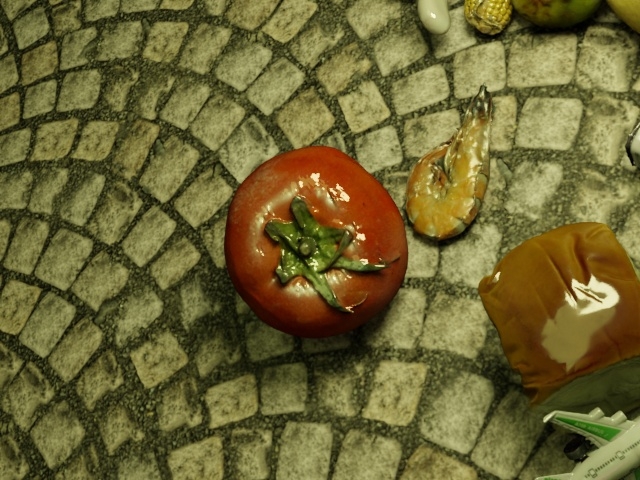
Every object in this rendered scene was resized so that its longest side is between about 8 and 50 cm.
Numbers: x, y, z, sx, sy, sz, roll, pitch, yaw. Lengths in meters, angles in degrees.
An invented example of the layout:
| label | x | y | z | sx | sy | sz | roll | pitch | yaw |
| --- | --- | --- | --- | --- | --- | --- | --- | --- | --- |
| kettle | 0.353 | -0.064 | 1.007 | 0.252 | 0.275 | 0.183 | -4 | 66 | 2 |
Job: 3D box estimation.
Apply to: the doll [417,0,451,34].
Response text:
| label | x | y | z | sx | sy | sz | roll | pitch | yaw |
| --- | --- | --- | --- | --- | --- | --- | --- | --- | --- |
| doll | 0.223 | -0.628 | 1.964 | 0.376 | 0.187 | 0.365 | -49 | 46 | -4 |

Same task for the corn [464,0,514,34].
| label | x | y | z | sx | sy | sz | roll | pitch | yaw |
| --- | --- | --- | --- | --- | --- | --- | --- | --- | --- |
| corn | 0.352 | -0.542 | 1.938 | 0.106 | 0.106 | 0.293 | 6 | 70 | 28 |

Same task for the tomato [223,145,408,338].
| label | x | y | z | sx | sy | sz | roll | pitch | yaw |
| --- | --- | --- | --- | --- | --- | --- | --- | --- | --- |
| tomato | 0.000 | 0.000 | 1.772 | 0.341 | 0.273 | 0.341 | 1 | 95 | 13 |

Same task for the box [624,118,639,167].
| label | x | y | z | sx | sy | sz | roll | pitch | yaw |
| --- | --- | --- | --- | --- | --- | --- | --- | --- | --- |
| box | 0.700 | -0.145 | 1.594 | 0.370 | 0.112 | 0.190 | 31 | 84 | 34 |

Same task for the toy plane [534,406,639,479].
| label | x | y | z | sx | sy | sz | roll | pitch | yaw |
| --- | --- | --- | --- | --- | --- | --- | --- | --- | --- |
| toy plane | 0.449 | 0.324 | 1.487 | 0.255 | 0.101 | 0.251 | -40 | 97 | 1 |

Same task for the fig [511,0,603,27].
| label | x | y | z | sx | sy | sz | roll | pitch | yaw |
| --- | --- | --- | --- | --- | --- | --- | --- | --- | --- |
| fig | 0.451 | -0.495 | 1.834 | 0.181 | 0.181 | 0.191 | 26 | 52 | 32 |

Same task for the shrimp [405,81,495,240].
| label | x | y | z | sx | sy | sz | roll | pitch | yaw |
| --- | --- | --- | --- | --- | --- | --- | --- | --- | --- |
| shrimp | 0.246 | -0.148 | 1.839 | 0.164 | 0.062 | 0.316 | 10 | 75 | 32 |

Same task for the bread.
| label | x | y | z | sx | sy | sz | roll | pitch | yaw |
| --- | --- | --- | --- | --- | --- | --- | --- | --- | --- |
| bread | 0.400 | 0.130 | 1.543 | 0.250 | 0.225 | 0.279 | -29 | 58 | 10 |

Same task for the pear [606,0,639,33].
| label | x | y | z | sx | sy | sz | roll | pitch | yaw |
| --- | --- | --- | --- | --- | --- | --- | --- | --- | --- |
| pear | 0.633 | -0.483 | 1.662 | 0.309 | 0.309 | 0.309 | -10 | 64 | 22 |
